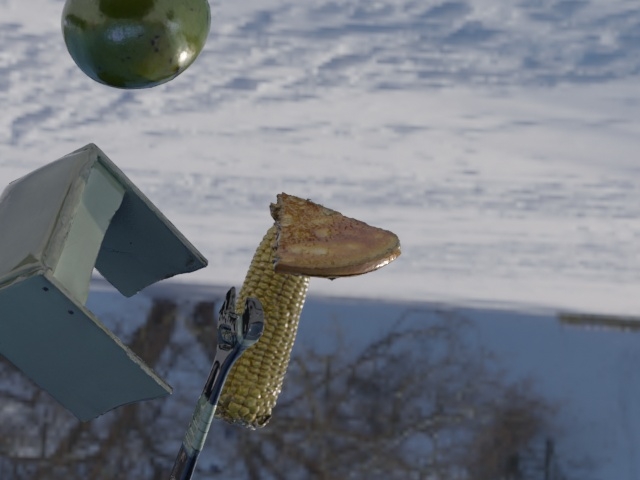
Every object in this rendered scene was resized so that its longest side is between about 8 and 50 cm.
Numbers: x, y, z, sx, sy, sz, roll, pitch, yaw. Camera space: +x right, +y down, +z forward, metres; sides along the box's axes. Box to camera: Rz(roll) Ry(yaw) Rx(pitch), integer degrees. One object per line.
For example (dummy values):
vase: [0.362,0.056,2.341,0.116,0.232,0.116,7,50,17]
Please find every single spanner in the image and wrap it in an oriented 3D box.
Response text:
spanner: [-0.142,0.201,1.719,0.024,0.316,0.087,7,-155,-35]

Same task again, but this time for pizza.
pizza: [0.000,0.000,1.850,0.201,0.053,0.193,-4,-147,-25]

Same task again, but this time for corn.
corn: [-0.083,0.120,1.988,0.106,0.305,0.106,17,174,2]

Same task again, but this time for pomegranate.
pomegranate: [-0.239,-0.279,1.666,0.179,0.179,0.210,-1,144,45]

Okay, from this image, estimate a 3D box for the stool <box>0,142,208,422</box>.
stool: [-0.315,0.057,1.849,0.170,0.244,0.270,-21,127,30]
